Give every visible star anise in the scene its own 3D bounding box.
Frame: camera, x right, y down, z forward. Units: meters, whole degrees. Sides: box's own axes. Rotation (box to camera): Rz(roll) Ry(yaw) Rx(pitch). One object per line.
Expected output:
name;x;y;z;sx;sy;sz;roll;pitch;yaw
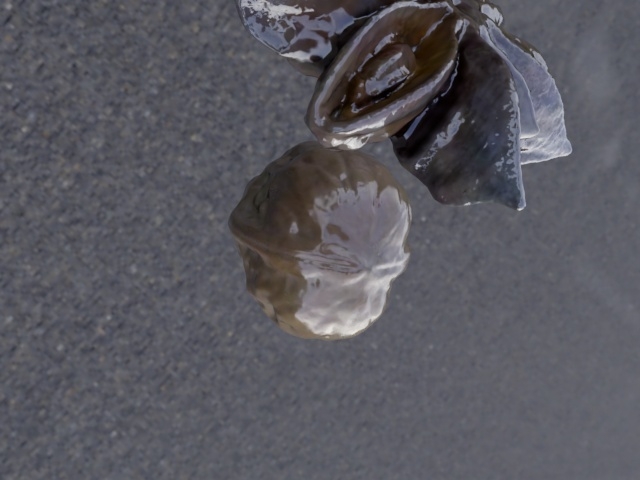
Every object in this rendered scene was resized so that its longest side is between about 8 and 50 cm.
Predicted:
star anise;0.070;-0.124;0.751;0.108;0.315;0.315;-45;160;26

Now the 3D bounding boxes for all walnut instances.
walnut;0.002;-0.003;1.419;0.227;0.273;0.273;37;92;-24
